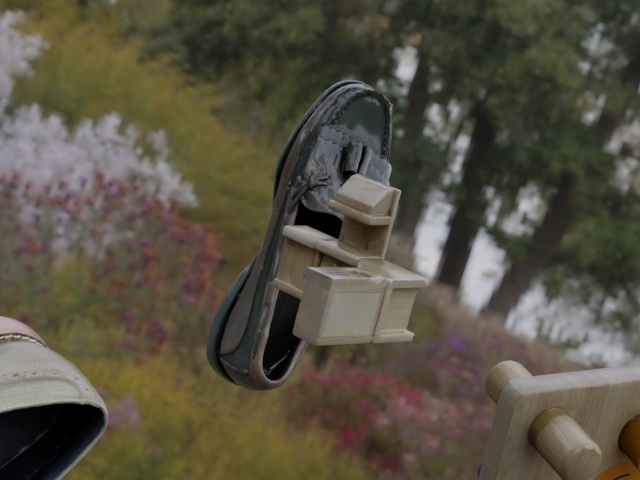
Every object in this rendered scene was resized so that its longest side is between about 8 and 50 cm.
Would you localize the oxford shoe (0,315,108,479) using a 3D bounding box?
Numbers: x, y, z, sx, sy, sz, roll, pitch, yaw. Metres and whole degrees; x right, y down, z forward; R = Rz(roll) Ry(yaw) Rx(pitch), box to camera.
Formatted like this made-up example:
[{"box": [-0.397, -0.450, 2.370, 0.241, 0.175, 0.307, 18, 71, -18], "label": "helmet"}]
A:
[{"box": [-0.321, 0.201, 1.122, 0.146, 0.397, 0.140, 21, -33, 49], "label": "oxford shoe"}]

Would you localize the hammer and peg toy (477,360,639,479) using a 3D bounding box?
[{"box": [0.219, 0.259, 1.342, 0.265, 0.361, 0.127, -3, 30, -26], "label": "hammer and peg toy"}]

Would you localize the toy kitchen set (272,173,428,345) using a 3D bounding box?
[{"box": [0.001, 0.004, 0.793, 0.083, 0.068, 0.075, 23, 14, 38], "label": "toy kitchen set"}]

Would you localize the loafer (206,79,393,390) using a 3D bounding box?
[{"box": [0.000, 0.000, 1.308, 0.096, 0.268, 0.084, 26, -3, -25], "label": "loafer"}]
